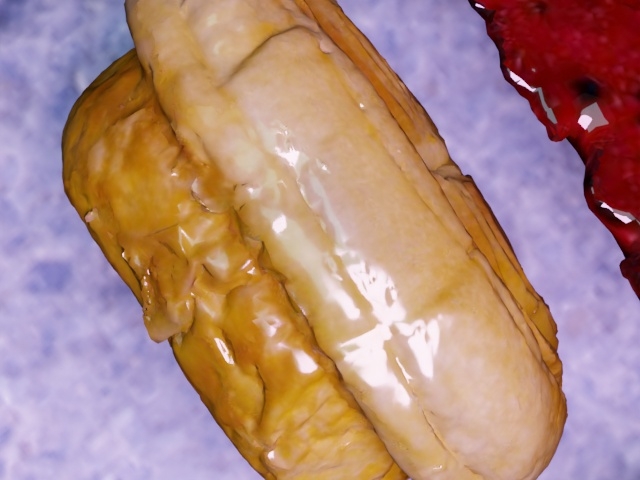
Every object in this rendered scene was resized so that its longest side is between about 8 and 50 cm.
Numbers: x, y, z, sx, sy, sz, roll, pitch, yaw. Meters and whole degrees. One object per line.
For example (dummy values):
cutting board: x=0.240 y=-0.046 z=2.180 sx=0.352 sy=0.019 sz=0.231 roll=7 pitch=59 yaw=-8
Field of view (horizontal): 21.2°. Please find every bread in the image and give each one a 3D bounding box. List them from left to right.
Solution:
bread: x=0.000 y=0.000 z=0.636 sx=0.120 sy=0.198 sz=0.236 roll=-35 pitch=83 yaw=5

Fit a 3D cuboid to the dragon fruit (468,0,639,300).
dragon fruit: x=0.160 y=-0.120 z=0.676 sx=0.282 sy=0.100 sz=0.343 roll=-20 pitch=68 yaw=-14
